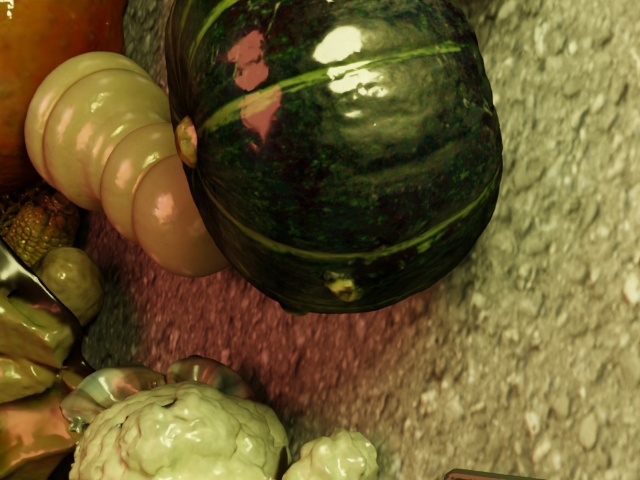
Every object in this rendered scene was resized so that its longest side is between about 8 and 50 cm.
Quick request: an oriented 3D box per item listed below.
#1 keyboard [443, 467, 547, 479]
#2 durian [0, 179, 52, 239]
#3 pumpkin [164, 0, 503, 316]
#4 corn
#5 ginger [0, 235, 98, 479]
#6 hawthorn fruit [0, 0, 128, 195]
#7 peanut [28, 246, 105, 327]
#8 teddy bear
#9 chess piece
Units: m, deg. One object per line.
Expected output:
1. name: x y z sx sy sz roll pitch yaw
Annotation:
1. keyboard: 0.115 0.366 1.307 0.103 0.041 0.381 3 79 37
2. durian: -0.411 -0.047 2.201 0.221 0.095 0.137 -62 37 38
3. pumpkin: 0.005 -0.099 1.355 0.323 0.241 0.323 165 90 -85
4. corn: -0.356 0.036 2.106 0.238 0.080 0.080 -60 38 30
5. ginger: -0.405 0.168 1.929 0.358 0.211 0.413 -10 113 51
6. hawthorn fruit: -0.430 -0.258 1.997 0.403 0.403 0.403 -19 67 55
7. peanut: -0.322 0.080 2.023 0.228 0.104 0.085 -45 24 48
8. teddy bear: -0.113 0.199 1.465 0.375 0.327 0.362 93 166 -65
9. chess piece: -0.177 -0.063 1.785 0.299 0.167 0.167 43 119 48
